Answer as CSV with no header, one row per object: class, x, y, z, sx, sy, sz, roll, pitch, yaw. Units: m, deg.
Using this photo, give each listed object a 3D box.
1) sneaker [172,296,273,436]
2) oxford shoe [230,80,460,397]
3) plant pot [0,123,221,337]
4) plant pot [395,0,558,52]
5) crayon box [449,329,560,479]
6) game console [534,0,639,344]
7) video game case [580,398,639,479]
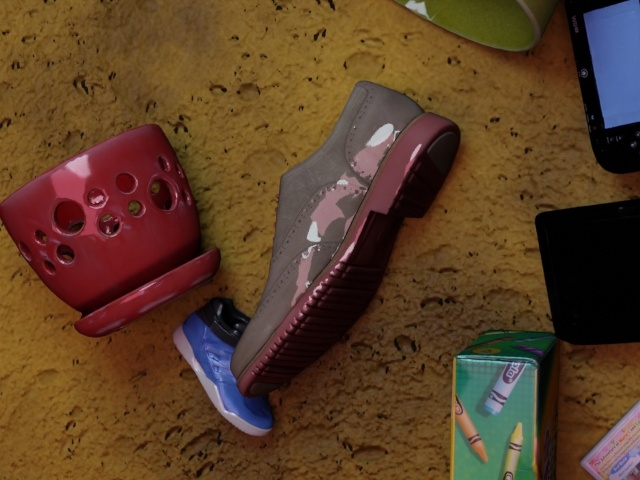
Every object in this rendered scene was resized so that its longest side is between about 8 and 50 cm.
sneaker,-0.085,0.129,1.324,0.084,0.058,0.152,-43,75,24
oxford shoe,0.000,0.000,1.270,0.130,0.123,0.348,37,97,24
plant pot,-0.212,-0.003,1.290,0.191,0.191,0.174,-26,92,17
plant pot,0.157,-0.369,1.126,0.275,0.275,0.293,32,88,13
crayon box,0.178,0.235,1.195,0.081,0.165,0.278,2,95,17
game console,0.286,-0.083,1.157,0.213,0.044,0.361,-9,93,41
video game case,0.359,0.211,1.214,0.143,0.019,0.157,43,105,10
